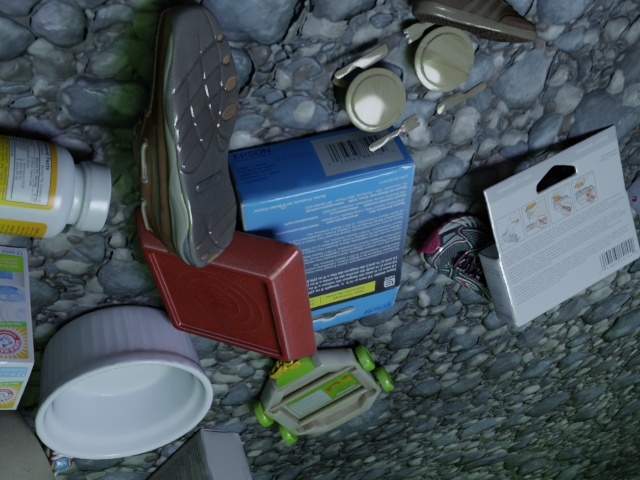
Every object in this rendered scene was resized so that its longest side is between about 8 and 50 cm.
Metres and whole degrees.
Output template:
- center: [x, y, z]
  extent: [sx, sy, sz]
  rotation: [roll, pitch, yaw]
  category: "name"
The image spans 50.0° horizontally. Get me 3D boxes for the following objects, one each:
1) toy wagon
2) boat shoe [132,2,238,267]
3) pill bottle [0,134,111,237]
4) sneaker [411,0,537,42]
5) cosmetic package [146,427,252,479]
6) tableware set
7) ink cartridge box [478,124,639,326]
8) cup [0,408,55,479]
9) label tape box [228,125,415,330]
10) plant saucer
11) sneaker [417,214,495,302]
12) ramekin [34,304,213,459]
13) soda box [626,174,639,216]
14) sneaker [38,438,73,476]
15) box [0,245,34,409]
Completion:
- center: [-0.008, 0.304, 1.429]
  extent: [0.267, 0.068, 0.344]
  rotation: [-30, 139, 7]
  category: "toy wagon"
- center: [-0.178, -0.121, 0.834]
  extent: [0.123, 0.116, 0.325]
  rotation: [-33, 135, -52]
  category: "boat shoe"
- center: [-0.363, -0.065, 0.814]
  extent: [0.208, 0.118, 0.118]
  rotation: [6, 131, -31]
  category: "pill bottle"
- center: [0.204, -0.299, 0.866]
  extent: [0.188, 0.066, 0.071]
  rotation: [5, 100, -28]
  category: "sneaker"
- center: [-0.293, 0.567, 1.507]
  extent: [0.113, 0.160, 0.309]
  rotation: [23, 123, -42]
  category: "cosmetic package"
- center: [0.116, -0.221, 0.930]
  extent: [0.194, 0.039, 0.128]
  rotation: [-30, 118, -2]
  category: "tableware set"
- center: [0.411, -0.029, 1.202]
  extent: [0.296, 0.066, 0.261]
  rotation: [-25, 109, -17]
  category: "ink cartridge box"
- center: [-0.572, 0.390, 1.093]
  extent: [0.237, 0.331, 0.331]
  rotation: [-28, 147, -34]
  category: "cup"
- center: [0.000, 0.000, 1.068]
  extent: [0.249, 0.115, 0.348]
  rotation: [-14, 142, -11]
  category: "label tape box"
- center: [-0.142, 0.081, 1.014]
  extent: [0.259, 0.048, 0.258]
  rotation: [12, 140, 17]
  category: "plant saucer"
- center: [0.299, 0.045, 1.260]
  extent: [0.299, 0.112, 0.121]
  rotation: [20, 124, -39]
  category: "sneaker"
- center: [-0.328, 0.232, 1.141]
  extent: [0.277, 0.135, 0.277]
  rotation: [-14, 139, -13]
  category: "ramekin"
- center: [0.702, -0.082, 1.350]
  extent: [0.216, 0.069, 0.074]
  rotation: [5, 133, -29]
  category: "soda box"
- center: [-0.470, 0.372, 1.263]
  extent: [0.069, 0.084, 0.185]
  rotation: [10, 130, -34]
  category: "sneaker"
- center: [-0.447, 0.110, 0.895]
  extent: [0.114, 0.203, 0.103]
  rotation: [9, 130, -33]
  category: "box"
